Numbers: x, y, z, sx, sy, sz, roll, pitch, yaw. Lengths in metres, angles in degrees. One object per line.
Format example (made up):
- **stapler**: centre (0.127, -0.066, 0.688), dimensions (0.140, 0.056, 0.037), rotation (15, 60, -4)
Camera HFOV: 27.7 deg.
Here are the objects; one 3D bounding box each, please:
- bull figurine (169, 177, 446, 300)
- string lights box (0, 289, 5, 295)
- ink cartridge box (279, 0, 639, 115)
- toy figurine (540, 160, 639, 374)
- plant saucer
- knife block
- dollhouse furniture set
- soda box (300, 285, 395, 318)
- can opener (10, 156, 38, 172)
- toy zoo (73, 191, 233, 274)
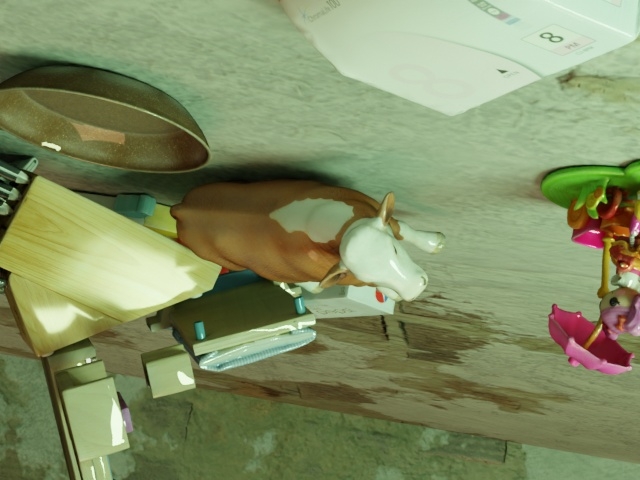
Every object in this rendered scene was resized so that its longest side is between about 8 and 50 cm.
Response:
- **bull figurine**: centre (0.000, 0.000, 1.233), dimensions (0.310, 0.101, 0.188), rotation (13, 173, 40)
- **string lights box**: centre (-0.394, 0.031, 1.725), dimensions (0.133, 0.076, 0.260), rotation (4, 164, 31)
- **ink cartridge box**: centre (0.035, -0.148, 0.742), dimensions (0.232, 0.066, 0.189), rotation (13, 167, -25)
- **toy figurine**: centre (0.247, 0.030, 1.067), dimensions (0.130, 0.159, 0.173), rotation (16, 165, -20)
- **plant saucer**: centre (-0.187, -0.106, 1.110), dimensions (0.199, 0.036, 0.198), rotation (9, 166, 2)
- **knife block**: centre (-0.262, -0.024, 1.276), dimensions (0.276, 0.242, 0.088), rotation (-21, -164, -19)
- **dollhouse furniture set**: centre (-0.113, 0.168, 1.335), dimensions (0.303, 0.198, 0.286), rotation (-15, -166, -15)
- **soda box**: centre (-0.004, 0.050, 1.527), dimensions (0.074, 0.069, 0.216), rotation (21, 162, -35)
- **can opener**: centre (-0.398, -0.062, 1.414), dimensions (0.280, 0.074, 0.093), rotation (-11, 121, 52)
- **toy zoo**: centre (-0.199, -0.002, 1.542), dimensions (0.192, 0.030, 0.293), rotation (11, 167, -2)
